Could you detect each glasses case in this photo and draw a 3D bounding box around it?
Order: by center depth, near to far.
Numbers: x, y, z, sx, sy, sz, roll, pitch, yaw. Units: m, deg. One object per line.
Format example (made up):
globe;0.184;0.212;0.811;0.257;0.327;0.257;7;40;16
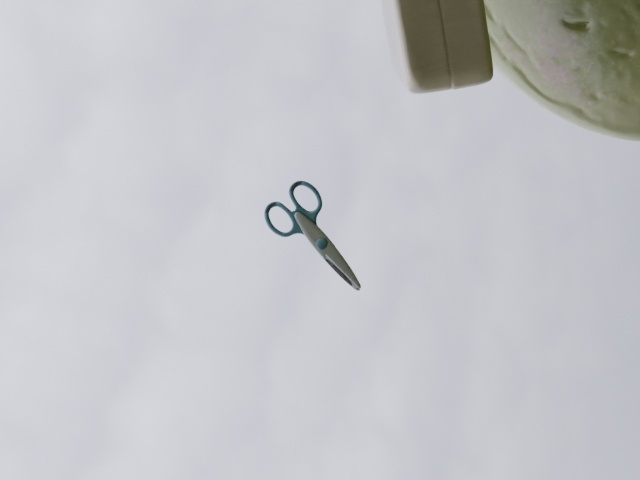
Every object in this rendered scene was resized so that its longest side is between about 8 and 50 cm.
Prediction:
glasses case;0.098;-0.218;1.625;0.336;0.076;0.144;-92;-8;-80

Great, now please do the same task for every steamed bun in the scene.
steamed bun;0.300;-0.304;2.017;0.456;0.290;0.371;44;-153;2

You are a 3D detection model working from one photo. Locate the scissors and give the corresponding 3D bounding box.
scissors;0.000;0.000;1.667;0.119;0.058;0.014;49;-179;12
